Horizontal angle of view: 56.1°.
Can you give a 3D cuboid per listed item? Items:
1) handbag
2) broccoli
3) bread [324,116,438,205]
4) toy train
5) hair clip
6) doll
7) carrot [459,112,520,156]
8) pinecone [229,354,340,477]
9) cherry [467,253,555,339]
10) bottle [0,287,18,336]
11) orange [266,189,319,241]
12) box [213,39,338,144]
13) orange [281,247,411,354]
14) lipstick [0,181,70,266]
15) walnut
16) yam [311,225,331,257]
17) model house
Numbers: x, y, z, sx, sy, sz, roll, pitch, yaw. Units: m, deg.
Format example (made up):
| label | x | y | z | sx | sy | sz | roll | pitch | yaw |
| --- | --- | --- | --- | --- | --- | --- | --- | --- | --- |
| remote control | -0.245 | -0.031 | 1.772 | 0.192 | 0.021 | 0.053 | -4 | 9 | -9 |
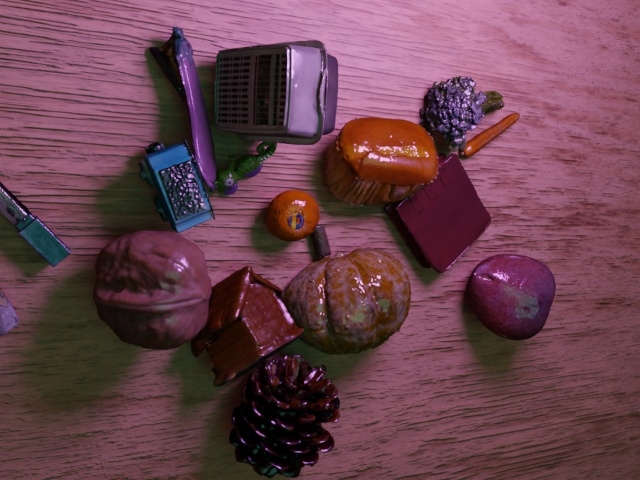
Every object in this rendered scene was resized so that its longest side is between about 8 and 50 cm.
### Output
| label | x | y | z | sx | sy | sz | roll | pitch | yaw |
| --- | --- | --- | --- | --- | --- | --- | --- | --- | --- |
| handbag | 0.346 | -0.078 | 1.732 | 0.260 | 0.084 | 0.276 | -44 | 116 | -12 |
| broccoli | 0.418 | -0.343 | 1.684 | 0.274 | 0.177 | 0.199 | 3 | 94 | -41 |
| bread | 0.161 | -0.208 | 1.541 | 0.287 | 0.156 | 0.204 | 1 | 72 | -22 |
| toy train | -0.321 | -0.120 | 1.337 | 0.112 | 0.163 | 0.204 | -27 | 112 | -18 |
| hair clip | -0.286 | -0.286 | 1.348 | 0.095 | 0.110 | 0.359 | -22 | 97 | -27 |
| doll | -0.181 | -0.178 | 1.430 | 0.190 | 0.115 | 0.050 | -36 | 74 | -14 |
| carrot | 0.507 | -0.318 | 1.788 | 0.247 | 0.043 | 0.043 | -35 | 114 | -19 |
| pinecone | -0.076 | 0.440 | 1.537 | 0.298 | 0.242 | 0.296 | -9 | 114 | -40 |
| cherry | 0.577 | 0.165 | 1.830 | 0.307 | 0.221 | 0.261 | 25 | 81 | -16 |
| bottle | -0.719 | 0.076 | 1.221 | 0.083 | 0.083 | 0.270 | -31 | 112 | -18 |
| orange | -0.070 | -0.062 | 1.506 | 0.135 | 0.117 | 0.136 | -3 | 103 | -11 |
| box | -0.099 | -0.328 | 1.337 | 0.166 | 0.290 | 0.221 | -8 | 106 | -46 |
| orange | 0.100 | 0.172 | 1.594 | 0.368 | 0.210 | 0.271 | -14 | 105 | -26 |
| lipstick | -0.650 | -0.075 | 1.245 | 0.051 | 0.051 | 0.312 | -43 | 114 | -12 |
| walnut | -0.361 | 0.108 | 1.312 | 0.273 | 0.273 | 0.227 | -58 | 158 | -5 |
| yam | 0.000 | 0.000 | 1.595 | 0.043 | 0.043 | 0.094 | -22 | 108 | -21 |
| model house | -0.198 | 0.203 | 1.481 | 0.219 | 0.199 | 0.229 | -14 | 74 | -61 |
